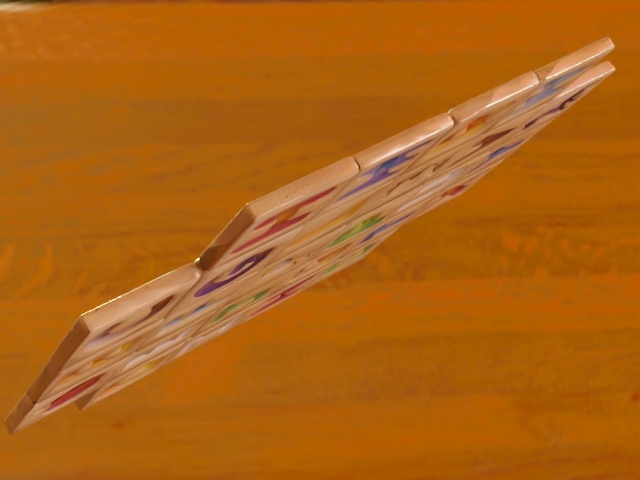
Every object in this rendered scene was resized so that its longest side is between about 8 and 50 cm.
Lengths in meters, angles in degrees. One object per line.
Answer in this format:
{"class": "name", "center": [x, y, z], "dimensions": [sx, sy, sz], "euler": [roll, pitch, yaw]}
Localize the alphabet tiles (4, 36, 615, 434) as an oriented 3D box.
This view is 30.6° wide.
{"class": "alphabet tiles", "center": [0.000, 0.000, 0.622], "dimensions": [0.342, 0.285, 0.011], "euler": [-27, 82, -33]}
